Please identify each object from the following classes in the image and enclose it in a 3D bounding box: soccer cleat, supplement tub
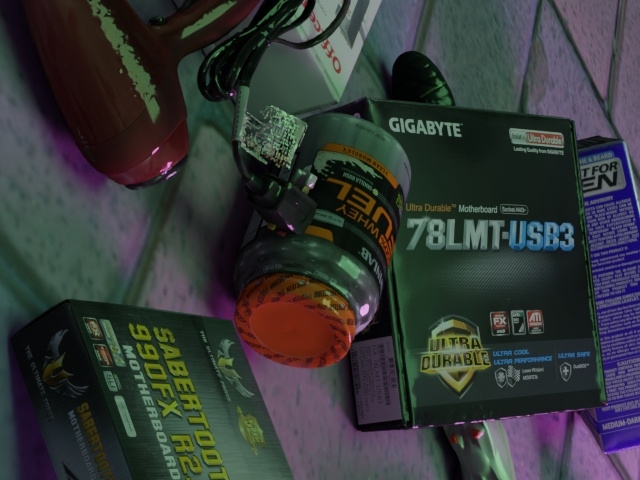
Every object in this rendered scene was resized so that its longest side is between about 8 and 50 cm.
[{"bbox_3d":[0.166,0.232,1.409,0.076,0.068,0.196,-18,93,-64],"label":"soccer cleat"},{"bbox_3d":[0.103,-0.097,1.416,0.072,0.060,0.179,-31,110,-58],"label":"soccer cleat"},{"bbox_3d":[0.000,0.000,1.134,0.117,0.117,0.190,55,36,-36],"label":"supplement tub"}]

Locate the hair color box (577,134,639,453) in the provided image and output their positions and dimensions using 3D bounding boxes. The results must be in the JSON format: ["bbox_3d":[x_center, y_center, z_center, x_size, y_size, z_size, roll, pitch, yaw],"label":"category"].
[{"bbox_3d":[0.323,0.055,1.649,0.185,0.110,0.339,-63,142,-84],"label":"hair color box"}]

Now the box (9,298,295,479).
[{"bbox_3d":[-0.086,0.156,0.914,0.183,0.056,0.231,14,49,-58],"label":"box"}]

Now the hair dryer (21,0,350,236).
[{"bbox_3d":[-0.104,-0.140,1.003,0.293,0.080,0.224,23,67,-45],"label":"hair dryer"}]

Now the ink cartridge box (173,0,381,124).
[{"bbox_3d":[-0.027,-0.227,1.192,0.158,0.092,0.218,58,37,-32],"label":"ink cartridge box"}]

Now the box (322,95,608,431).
[{"bbox_3d":[0.142,0.023,1.347,0.295,0.073,0.293,2,81,-43],"label":"box"}]
